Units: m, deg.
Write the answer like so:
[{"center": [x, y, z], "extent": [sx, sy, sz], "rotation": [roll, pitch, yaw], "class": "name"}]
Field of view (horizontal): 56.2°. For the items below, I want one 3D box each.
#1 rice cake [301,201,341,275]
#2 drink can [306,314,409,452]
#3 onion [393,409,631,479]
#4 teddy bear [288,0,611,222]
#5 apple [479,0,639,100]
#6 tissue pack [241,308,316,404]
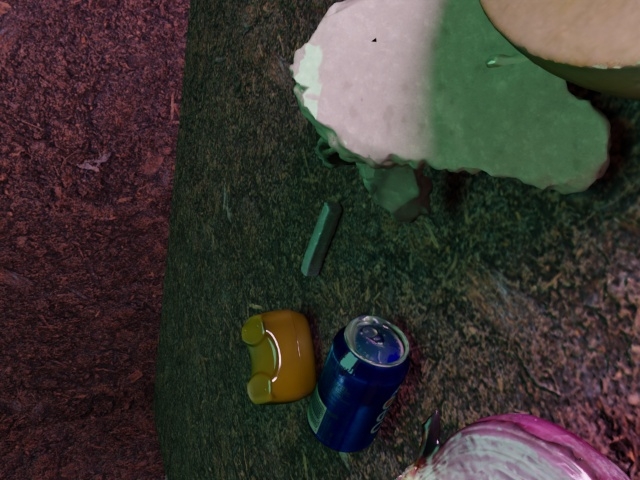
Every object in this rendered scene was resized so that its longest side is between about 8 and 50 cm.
[{"center": [0.001, 0.000, 1.089], "extent": [0.029, 0.033, 0.170], "rotation": [59, 142, 40], "class": "rice cake"}, {"center": [0.055, 0.213, 0.887], "extent": [0.118, 0.118, 0.205], "rotation": [-118, 35, -43], "class": "drink can"}, {"center": [0.220, 0.311, 0.498], "extent": [0.349, 0.159, 0.267], "rotation": [38, 113, 39], "class": "onion"}, {"center": [0.129, -0.184, 0.724], "extent": [0.362, 0.375, 0.327], "rotation": [-22, -66, -72], "class": "teddy bear"}, {"center": [0.239, -0.227, 0.325], "extent": [0.257, 0.233, 0.295], "rotation": [-96, 15, -48], "class": "apple"}, {"center": [-0.074, 0.225, 1.162], "extent": [0.123, 0.127, 0.178], "rotation": [-29, 66, 55], "class": "tissue pack"}]
